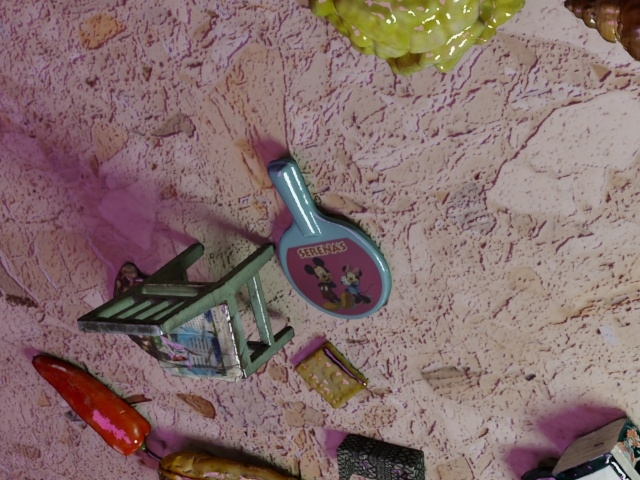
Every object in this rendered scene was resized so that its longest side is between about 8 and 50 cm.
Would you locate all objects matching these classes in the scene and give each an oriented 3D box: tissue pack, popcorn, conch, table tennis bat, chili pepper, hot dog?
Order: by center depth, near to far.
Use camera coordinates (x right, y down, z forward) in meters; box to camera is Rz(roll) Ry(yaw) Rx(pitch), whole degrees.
[{"bbox_3d":[0.355,-0.200,1.414,0.232,0.080,0.086,33,140,6],"label":"conch"},{"bbox_3d":[0.103,-0.283,1.426,0.259,0.259,0.212,3,137,29],"label":"popcorn"},{"bbox_3d":[0.379,0.313,1.748,0.103,0.090,0.170,-31,100,41],"label":"tissue pack"},{"bbox_3d":[0.000,0.000,1.797,0.153,0.040,0.244,-9,120,35],"label":"table tennis bat"},{"bbox_3d":[-0.118,0.369,2.085,0.269,0.072,0.115,17,139,14],"label":"hot dog"},{"bbox_3d":[-0.331,0.256,2.153,0.272,0.063,0.071,39,120,5],"label":"chili pepper"}]

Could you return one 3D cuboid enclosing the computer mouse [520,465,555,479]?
[{"bbox_3d":[0.316,0.327,1.824,0.135,0.047,0.079,28,126,-4],"label":"computer mouse"}]

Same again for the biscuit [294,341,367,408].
[{"bbox_3d":[0.014,0.182,1.921,0.083,0.018,0.081,44,132,-2],"label":"biscuit"}]

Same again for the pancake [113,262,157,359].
[{"bbox_3d":[-0.211,0.106,2.004,0.184,0.020,0.190,-19,111,39],"label":"pancake"}]

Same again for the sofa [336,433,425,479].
[{"bbox_3d":[0.083,0.309,1.955,0.118,0.039,0.060,11,126,25],"label":"sofa"}]

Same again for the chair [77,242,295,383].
[{"bbox_3d":[-0.163,0.114,1.802,0.136,0.270,0.147,0,112,30],"label":"chair"}]
